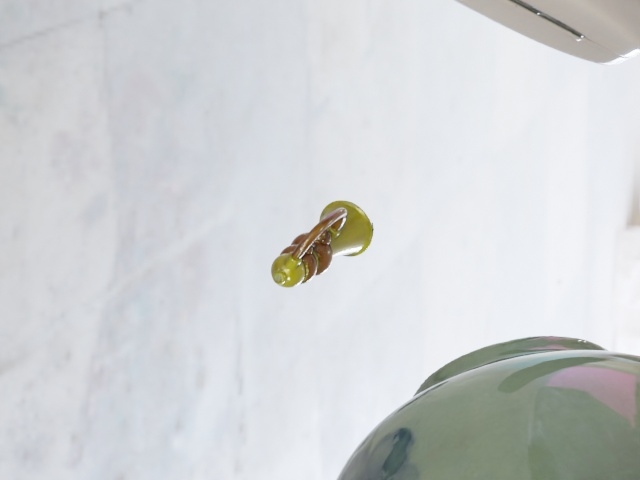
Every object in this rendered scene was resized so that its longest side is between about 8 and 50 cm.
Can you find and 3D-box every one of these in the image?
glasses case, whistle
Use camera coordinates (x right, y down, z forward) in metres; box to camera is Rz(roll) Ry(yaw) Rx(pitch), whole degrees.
[{"bbox_3d":[0.118,-0.201,1.006,0.297,0.075,0.113,19,55,-39],"label":"glasses case"},{"bbox_3d":[0.004,0.004,1.138,0.046,0.057,0.109,65,29,-6],"label":"whistle"}]

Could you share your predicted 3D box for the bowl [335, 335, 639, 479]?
[{"bbox_3d":[0.122,0.145,0.860,0.289,0.289,0.146,65,11,-53],"label":"bowl"}]
